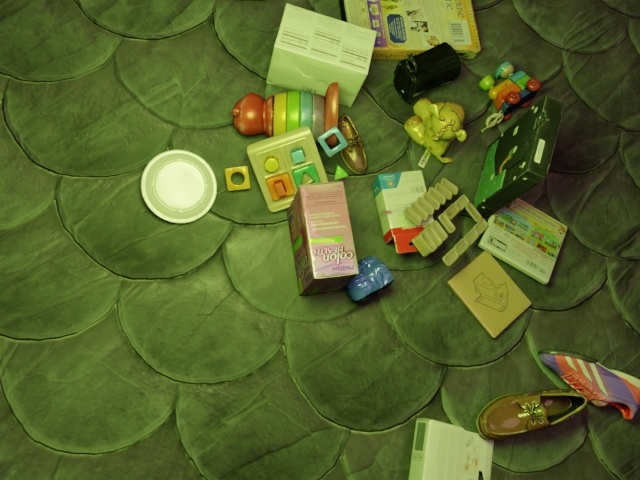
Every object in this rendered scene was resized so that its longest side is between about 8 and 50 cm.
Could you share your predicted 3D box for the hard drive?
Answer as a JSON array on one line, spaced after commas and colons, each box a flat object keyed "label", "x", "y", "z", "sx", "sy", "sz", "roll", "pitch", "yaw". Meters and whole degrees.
[{"label": "hard drive", "x": 0.536, "y": -0.219, "z": 1.856, "sx": 0.064, "sy": 0.339, "sz": 0.237, "roll": 22, "pitch": 70, "yaw": -7}]

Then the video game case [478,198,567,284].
[{"label": "video game case", "x": 0.592, "y": -0.012, "z": 1.962, "sx": 0.226, "sy": 0.026, "sz": 0.206, "roll": 30, "pitch": 64, "yaw": -1}]

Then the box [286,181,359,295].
[{"label": "box", "x": 0.000, "y": 0.000, "z": 1.745, "sx": 0.117, "sy": 0.213, "sz": 0.243, "roll": -7, "pitch": 76, "yaw": -14}]

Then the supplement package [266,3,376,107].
[{"label": "supplement package", "x": -0.002, "y": -0.516, "z": 1.900, "sx": 0.261, "sy": 0.204, "sz": 0.145, "roll": 16, "pitch": 72, "yaw": -7}]

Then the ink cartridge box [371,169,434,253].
[{"label": "ink cartridge box", "x": 0.237, "y": -0.072, "z": 1.887, "sx": 0.134, "sy": 0.078, "sz": 0.231, "roll": -7, "pitch": 75, "yaw": -15}]

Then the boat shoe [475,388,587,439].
[{"label": "boat shoe", "x": 0.558, "y": 0.448, "z": 1.780, "sx": 0.307, "sy": 0.104, "sz": 0.111, "roll": -13, "pitch": 77, "yaw": -19}]

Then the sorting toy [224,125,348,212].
[{"label": "sorting toy", "x": -0.086, "y": -0.186, "z": 1.805, "sx": 0.347, "sy": 0.047, "sz": 0.196, "roll": -19, "pitch": 108, "yaw": 3}]

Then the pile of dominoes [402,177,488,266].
[{"label": "pile of dominoes", "x": 0.339, "y": -0.052, "z": 1.864, "sx": 0.251, "sy": 0.040, "sz": 0.196, "roll": -38, "pitch": 90, "yaw": -39}]

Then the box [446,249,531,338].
[{"label": "box", "x": 0.477, "y": 0.149, "z": 1.904, "sx": 0.164, "sy": 0.021, "sz": 0.201, "roll": -37, "pitch": 83, "yaw": -19}]

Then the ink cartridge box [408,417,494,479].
[{"label": "ink cartridge box", "x": 0.331, "y": 0.615, "z": 1.720, "sx": 0.238, "sy": 0.060, "sz": 0.275, "roll": 23, "pitch": 68, "yaw": -31}]

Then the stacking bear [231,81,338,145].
[{"label": "stacking bear", "x": -0.099, "y": -0.344, "z": 1.861, "sx": 0.288, "sy": 0.175, "sz": 0.164, "roll": 1, "pitch": 85, "yaw": -2}]

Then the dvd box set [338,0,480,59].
[{"label": "dvd box set", "x": 0.269, "y": -0.709, "z": 2.090, "sx": 0.420, "sy": 0.062, "sz": 0.308, "roll": -4, "pitch": 75, "yaw": -13}]

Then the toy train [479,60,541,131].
[{"label": "toy train", "x": 0.537, "y": -0.443, "z": 2.053, "sx": 0.248, "sy": 0.105, "sz": 0.143, "roll": -33, "pitch": 73, "yaw": -18}]

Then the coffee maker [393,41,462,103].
[{"label": "coffee maker", "x": 0.323, "y": -0.502, "z": 1.981, "sx": 0.178, "sy": 0.171, "sz": 0.120, "roll": -28, "pitch": 91, "yaw": -16}]

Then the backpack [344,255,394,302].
[{"label": "backpack", "x": 0.119, "y": 0.106, "z": 1.803, "sx": 0.120, "sy": 0.098, "sz": 0.101, "roll": -34, "pitch": 85, "yaw": -9}]

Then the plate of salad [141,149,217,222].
[{"label": "plate of salad", "x": -0.377, "y": -0.143, "z": 1.797, "sx": 0.199, "sy": 0.048, "sz": 0.200, "roll": 3, "pitch": 82, "yaw": -18}]

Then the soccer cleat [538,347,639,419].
[{"label": "soccer cleat", "x": 0.740, "y": 0.388, "z": 1.848, "sx": 0.318, "sy": 0.108, "sz": 0.117, "roll": 22, "pitch": 75, "yaw": -7}]

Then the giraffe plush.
[{"label": "giraffe plush", "x": 0.347, "y": -0.333, "z": 1.937, "sx": 0.181, "sy": 0.170, "sz": 0.210, "roll": 14, "pitch": 72, "yaw": -8}]

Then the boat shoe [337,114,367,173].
[{"label": "boat shoe", "x": 0.088, "y": -0.276, "z": 1.925, "sx": 0.064, "sy": 0.060, "sz": 0.178, "roll": -17, "pitch": 78, "yaw": -16}]
